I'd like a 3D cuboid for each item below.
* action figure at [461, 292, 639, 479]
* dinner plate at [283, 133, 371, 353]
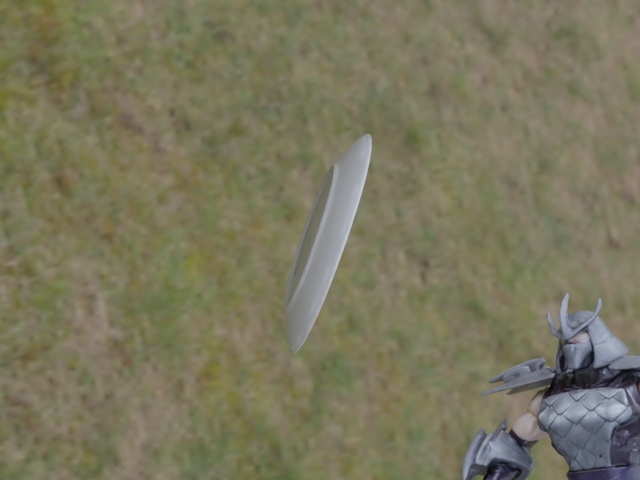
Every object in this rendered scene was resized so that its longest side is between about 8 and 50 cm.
[{"bbox_3d":[0.184,0.173,1.176,0.099,0.185,0.285,-7,86,-41],"label":"action figure"},{"bbox_3d":[0.000,0.000,1.123,0.017,0.141,0.141,19,56,-5],"label":"dinner plate"}]
